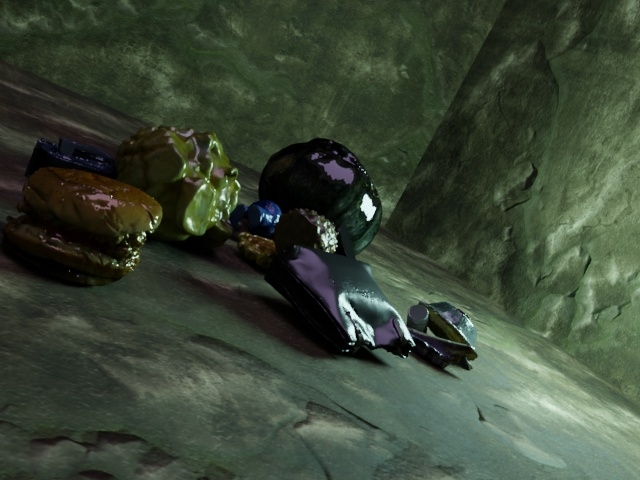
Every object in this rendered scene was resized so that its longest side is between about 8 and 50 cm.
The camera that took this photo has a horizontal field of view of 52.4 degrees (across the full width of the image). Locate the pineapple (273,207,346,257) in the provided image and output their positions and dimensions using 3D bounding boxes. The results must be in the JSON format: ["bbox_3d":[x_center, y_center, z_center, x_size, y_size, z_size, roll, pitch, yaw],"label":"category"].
[{"bbox_3d":[0.000,0.000,1.817,0.169,0.169,0.340,31,9,23],"label":"pineapple"}]

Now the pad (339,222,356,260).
[{"bbox_3d":[0.098,0.081,1.861,0.004,0.267,0.181,-16,4,10],"label":"pad"}]

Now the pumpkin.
[{"bbox_3d":[-0.007,-0.127,2.198,0.454,0.344,0.454,40,-21,19],"label":"pumpkin"}]

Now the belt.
[{"bbox_3d":[-0.559,-0.164,1.531,0.218,0.128,0.122,16,15,-47],"label":"belt"}]

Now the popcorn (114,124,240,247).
[{"bbox_3d":[-0.346,-0.130,1.571,0.294,0.292,0.334,19,11,28],"label":"popcorn"}]

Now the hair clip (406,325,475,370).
[{"bbox_3d":[0.275,0.265,1.745,0.292,0.084,0.106,25,10,22],"label":"hair clip"}]

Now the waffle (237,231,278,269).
[{"bbox_3d":[-0.110,0.062,1.795,0.219,0.057,0.229,34,10,34],"label":"waffle"}]

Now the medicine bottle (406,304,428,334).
[{"bbox_3d":[0.272,0.230,1.828,0.058,0.058,0.091,33,-33,33],"label":"medicine bottle"}]

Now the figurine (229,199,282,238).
[{"bbox_3d":[-0.153,-0.052,1.980,0.164,0.120,0.262,22,-6,23],"label":"figurine"}]

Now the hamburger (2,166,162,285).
[{"bbox_3d":[-0.413,-0.036,1.137,0.244,0.163,0.244,27,11,-6],"label":"hamburger"}]

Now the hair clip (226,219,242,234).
[{"bbox_3d":[-0.305,-0.077,1.985,0.146,0.075,0.257,44,14,-6],"label":"hair clip"}]

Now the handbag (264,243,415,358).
[{"bbox_3d":[0.063,0.160,1.522,0.342,0.152,0.288,14,27,-44],"label":"handbag"}]

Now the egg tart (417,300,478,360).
[{"bbox_3d":[0.381,0.249,1.894,0.234,0.094,0.234,45,-3,3],"label":"egg tart"}]
